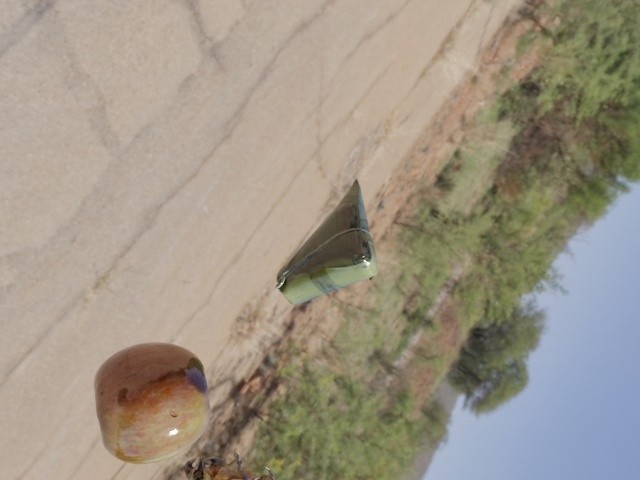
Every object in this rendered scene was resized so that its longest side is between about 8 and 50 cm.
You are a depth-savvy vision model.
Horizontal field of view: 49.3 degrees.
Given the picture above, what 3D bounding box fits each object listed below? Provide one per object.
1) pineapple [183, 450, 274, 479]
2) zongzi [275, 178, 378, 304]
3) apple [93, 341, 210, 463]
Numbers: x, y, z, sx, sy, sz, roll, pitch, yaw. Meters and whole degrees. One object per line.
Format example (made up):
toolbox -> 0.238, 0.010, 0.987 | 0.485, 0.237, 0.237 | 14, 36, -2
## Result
pineapple -> -0.092, 0.284, 0.711 | 0.069, 0.137, 0.116 | 32, 85, -43
zongzi -> 0.000, 0.000, 0.695 | 0.104, 0.113, 0.052 | -19, 145, 15
apple -> -0.266, 0.255, 1.112 | 0.174, 0.188, 0.188 | -8, 149, -14
